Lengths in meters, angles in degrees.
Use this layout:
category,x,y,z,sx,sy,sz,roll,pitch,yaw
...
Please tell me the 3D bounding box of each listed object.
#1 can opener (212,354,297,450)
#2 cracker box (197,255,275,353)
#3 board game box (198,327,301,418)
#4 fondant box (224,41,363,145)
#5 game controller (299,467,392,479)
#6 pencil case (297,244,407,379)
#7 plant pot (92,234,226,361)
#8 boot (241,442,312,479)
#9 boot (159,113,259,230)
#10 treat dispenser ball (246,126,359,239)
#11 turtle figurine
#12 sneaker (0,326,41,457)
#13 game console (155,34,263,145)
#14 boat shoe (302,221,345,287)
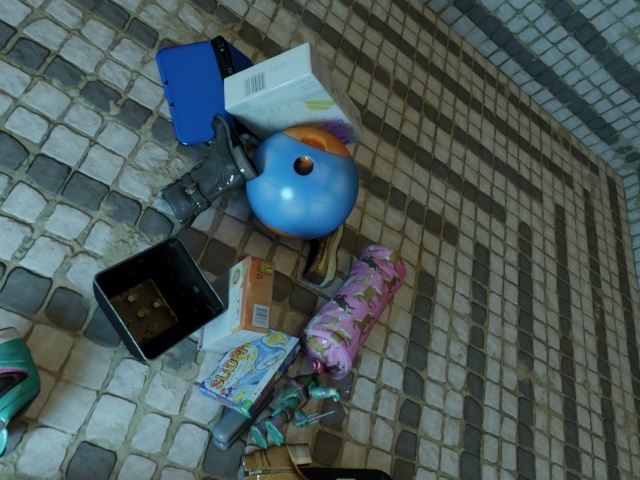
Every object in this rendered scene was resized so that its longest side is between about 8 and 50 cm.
category,x,y,z,sx,sy,sz,roll,pitch,yaw
can opener,-0.153,0.336,1.106,0.095,0.076,0.283,31,48,20
cracker box,-0.184,0.145,1.046,0.067,0.232,0.155,18,60,-30
board game box,-0.153,0.280,1.081,0.201,0.136,0.035,-51,144,-39
fondant box,-0.058,-0.338,1.266,0.330,0.238,0.096,31,49,-60
game controller,0.054,0.621,1.128,0.319,0.067,0.166,17,46,-30
pencil case,0.094,0.172,1.277,0.386,0.167,0.160,-50,123,-39
plant pot,-0.341,0.129,0.984,0.188,0.167,0.187,-34,92,-39
boot,-0.084,0.531,1.020,0.152,0.073,0.197,-3,44,-17
boot,-0.284,-0.170,1.154,0.263,0.229,0.091,60,4,39
treat dispenser ball,-0.046,-0.144,1.239,0.288,0.288,0.288,15,62,-30
turtle figurine,-0.042,0.370,1.103,0.118,0.175,0.234,45,47,18
sneaker,-0.585,0.290,0.773,0.178,0.124,0.295,49,48,5
game console,-0.282,-0.393,1.352,0.250,0.173,0.293,11,60,-67
boat shoe,0.004,-0.003,1.341,0.095,0.095,0.257,19,60,-21
